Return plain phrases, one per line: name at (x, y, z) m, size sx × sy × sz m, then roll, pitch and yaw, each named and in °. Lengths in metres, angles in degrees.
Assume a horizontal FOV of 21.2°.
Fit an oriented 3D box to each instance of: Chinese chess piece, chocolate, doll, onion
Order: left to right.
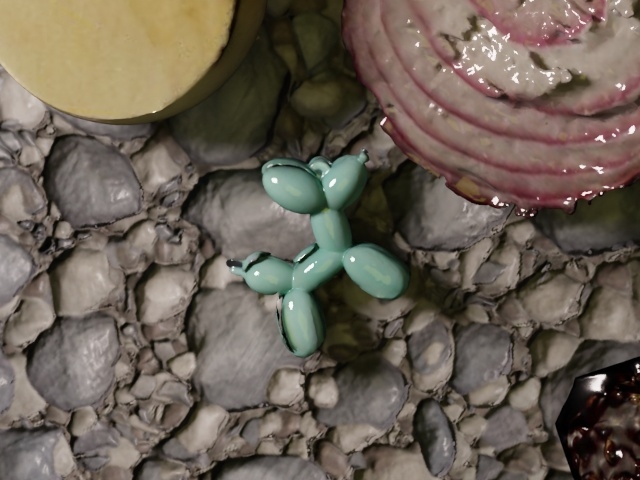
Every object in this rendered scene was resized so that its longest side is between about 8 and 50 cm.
Chinese chess piece at (-0.164, -0.219, 1.398) m, size 0.251 × 0.097 × 0.250 m, roll 4°, pitch 105°, yaw 14°
doll at (0.000, 0.000, 1.446) m, size 0.159 × 0.059 × 0.158 m, roll -41°, pitch 92°, yaw 12°
onion at (0.161, -0.181, 1.372) m, size 0.314 × 0.146 × 0.280 m, roll 42°, pitch 125°, yaw 0°
chocolate at (0.275, 0.181, 1.403) m, size 0.156 × 0.133 × 0.156 m, roll 1°, pitch 97°, yaw 4°
